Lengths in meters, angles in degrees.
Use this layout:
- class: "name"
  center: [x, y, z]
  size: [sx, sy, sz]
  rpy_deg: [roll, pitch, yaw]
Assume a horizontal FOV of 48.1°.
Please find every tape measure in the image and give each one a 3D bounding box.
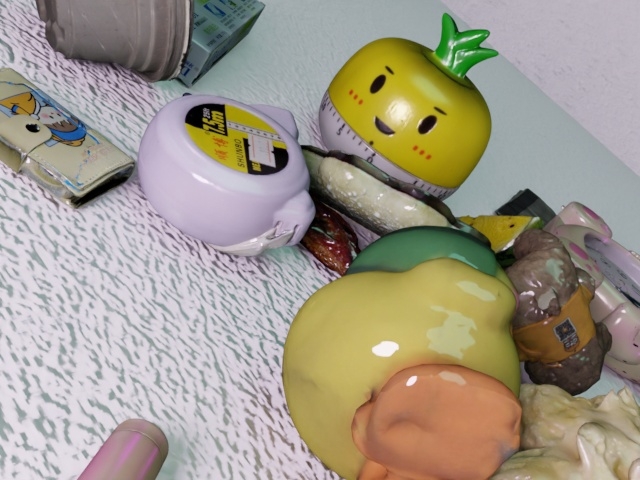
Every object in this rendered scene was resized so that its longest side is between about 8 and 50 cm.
- class: "tape measure"
  center: [-0.102, -0.072, 0.748]
  size: [0.178, 0.105, 0.196]
  rpy_deg: [15, 40, -21]

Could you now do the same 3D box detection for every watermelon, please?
- class: "watermelon"
  center: [0.218, 0.011, 0.995]
  size: [0.075, 0.092, 0.181]
  rpy_deg: [-4, 6, -25]

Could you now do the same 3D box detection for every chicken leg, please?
- class: "chicken leg"
  center: [0.002, -0.002, 0.825]
  size: [0.219, 0.048, 0.089]
  rpy_deg: [47, 32, 17]

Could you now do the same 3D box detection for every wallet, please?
- class: "wallet"
  center: [-0.262, -0.100, 0.676]
  size: [0.155, 0.039, 0.110]
  rpy_deg: [36, 27, -1]

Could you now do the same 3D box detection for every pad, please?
- class: "pad"
  center: [0.427, -0.025, 1.379]
  size: [0.174, 0.022, 0.233]
  rpy_deg: [45, 30, 12]

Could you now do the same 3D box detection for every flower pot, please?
- class: "flower pot"
  center: [-0.249, -0.292, 0.824]
  size: [0.140, 0.236, 0.236]
  rpy_deg: [-12, 52, -28]

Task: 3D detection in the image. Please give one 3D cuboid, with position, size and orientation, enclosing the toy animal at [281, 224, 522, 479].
- class: "toy animal"
  center: [0.069, 0.099, 0.605]
  size: [0.191, 0.216, 0.338]
  rpy_deg: [12, 24, 10]

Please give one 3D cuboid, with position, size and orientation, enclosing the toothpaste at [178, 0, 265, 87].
- class: "toothpaste"
  center: [-0.167, -0.327, 1.093]
  size: [0.081, 0.067, 0.337]
  rpy_deg: [34, 29, -9]

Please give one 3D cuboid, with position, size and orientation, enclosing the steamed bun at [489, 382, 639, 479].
- class: "steamed bun"
  center: [0.270, 0.243, 0.603]
  size: [0.292, 0.137, 0.296]
  rpy_deg: [33, 46, -12]

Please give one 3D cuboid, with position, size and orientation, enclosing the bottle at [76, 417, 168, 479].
- class: "bottle"
  center: [-0.130, 0.155, 0.445]
  size: [0.045, 0.045, 0.096]
  rpy_deg: [35, 26, -5]

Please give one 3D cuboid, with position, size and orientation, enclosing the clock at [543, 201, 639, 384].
- class: "clock"
  center: [0.473, 0.095, 1.150]
  size: [0.309, 0.114, 0.284]
  rpy_deg: [42, 29, 6]

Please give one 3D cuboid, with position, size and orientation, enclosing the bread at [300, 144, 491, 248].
- class: "bread"
  center: [0.088, -0.032, 0.867]
  size: [0.286, 0.056, 0.207]
  rpy_deg: [29, -3, -7]

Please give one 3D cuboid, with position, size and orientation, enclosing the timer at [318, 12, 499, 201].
- class: "timer"
  center: [0.156, -0.216, 1.086]
  size: [0.285, 0.285, 0.285]
  rpy_deg: [28, 29, -18]

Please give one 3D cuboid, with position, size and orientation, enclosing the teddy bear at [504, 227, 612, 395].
- class: "teddy bear"
  center: [0.276, 0.103, 0.871]
  size: [0.190, 0.177, 0.140]
  rpy_deg: [53, -9, -16]
